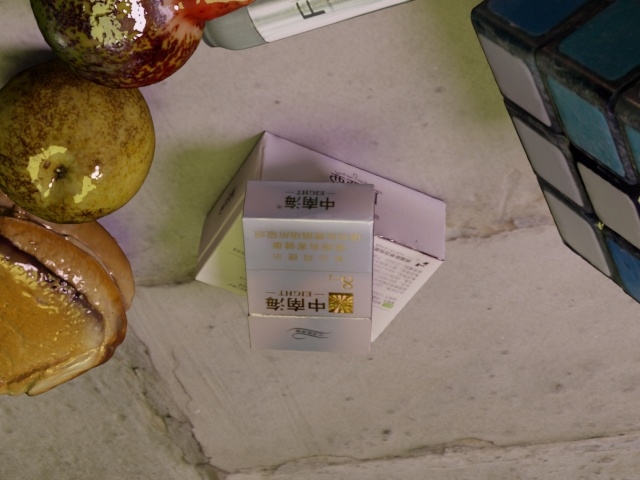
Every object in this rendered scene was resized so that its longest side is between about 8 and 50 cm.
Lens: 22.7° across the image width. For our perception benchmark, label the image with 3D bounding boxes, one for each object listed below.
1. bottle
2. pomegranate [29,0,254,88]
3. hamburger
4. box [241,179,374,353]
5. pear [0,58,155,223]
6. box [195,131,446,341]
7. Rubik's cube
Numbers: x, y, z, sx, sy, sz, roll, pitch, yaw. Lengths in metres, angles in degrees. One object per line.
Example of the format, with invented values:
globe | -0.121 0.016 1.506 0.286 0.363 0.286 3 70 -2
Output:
bottle | -0.013 -0.270 1.691 0.253 0.079 0.096 -14 99 21
pomegranate | -0.168 -0.256 1.610 0.247 0.214 0.214 6 143 19
hamburger | -0.402 0.061 2.058 0.304 0.174 0.284 -23 131 31
box | -0.012 0.035 1.900 0.155 0.067 0.243 2 138 4
pear | -0.289 -0.106 1.834 0.197 0.197 0.197 3 141 2
box | 0.000 0.000 1.992 0.260 0.111 0.194 20 137 -19
Rubik's cube | 0.403 -0.129 1.505 0.359 0.363 0.362 -39 136 -9
